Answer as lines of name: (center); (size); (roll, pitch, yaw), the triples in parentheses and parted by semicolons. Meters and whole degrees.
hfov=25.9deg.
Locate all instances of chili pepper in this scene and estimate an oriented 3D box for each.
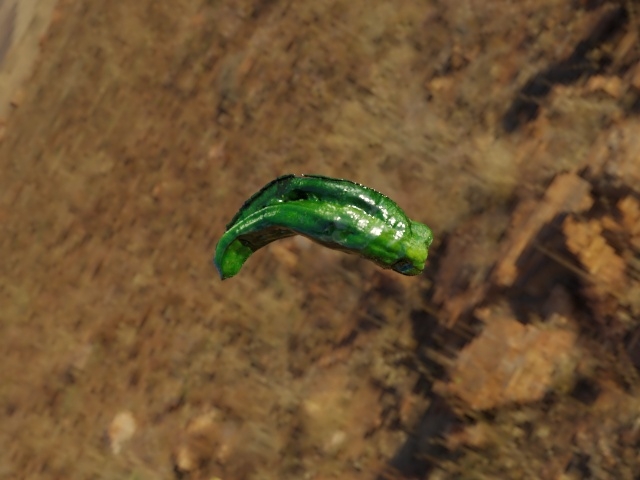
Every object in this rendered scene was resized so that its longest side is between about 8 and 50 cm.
chili pepper: (-0.003, -0.006, 0.704); (0.035, 0.117, 0.055); (-58, -37, -69)
